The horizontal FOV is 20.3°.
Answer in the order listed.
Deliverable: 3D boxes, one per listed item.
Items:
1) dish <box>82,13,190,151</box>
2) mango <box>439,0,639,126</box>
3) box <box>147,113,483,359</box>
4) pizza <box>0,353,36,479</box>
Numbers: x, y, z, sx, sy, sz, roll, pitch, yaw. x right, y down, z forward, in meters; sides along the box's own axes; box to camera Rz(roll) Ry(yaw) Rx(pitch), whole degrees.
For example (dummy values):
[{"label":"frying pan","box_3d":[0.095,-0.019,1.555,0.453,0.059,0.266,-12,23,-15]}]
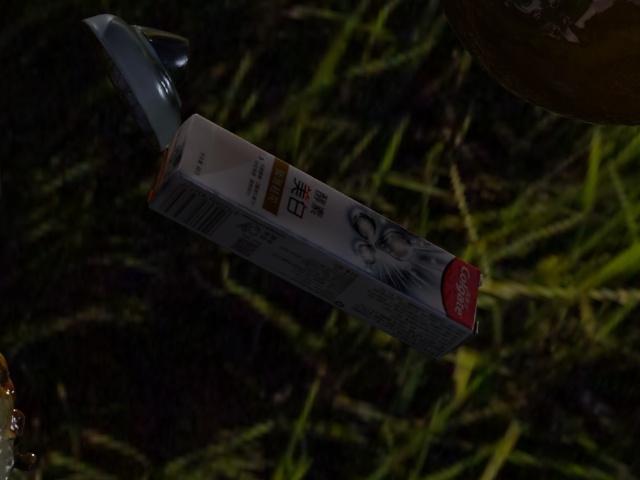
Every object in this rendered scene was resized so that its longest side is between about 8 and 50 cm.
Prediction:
[{"label":"dish","box_3d":[-0.152,-0.160,1.650,0.078,0.141,0.141,-31,62,-8]},{"label":"mango","box_3d":[0.174,-0.175,1.100,0.211,0.173,0.317,22,19,5]},{"label":"box","box_3d":[0.000,0.000,1.101,0.218,0.039,0.055,28,47,-19]},{"label":"pizza","box_3d":[-0.214,0.146,1.027,0.056,0.134,0.271,13,66,-44]}]
